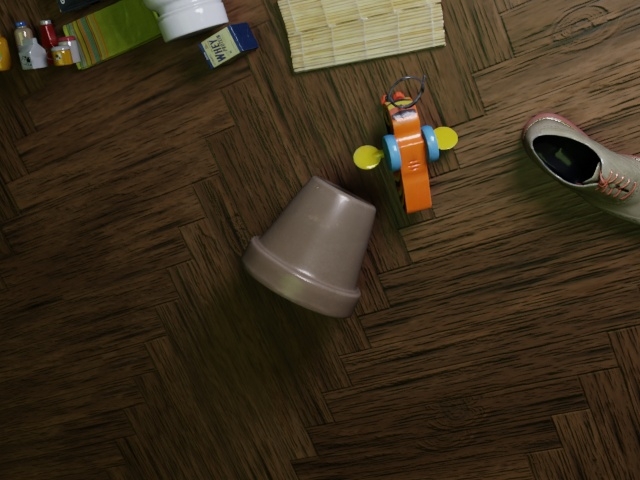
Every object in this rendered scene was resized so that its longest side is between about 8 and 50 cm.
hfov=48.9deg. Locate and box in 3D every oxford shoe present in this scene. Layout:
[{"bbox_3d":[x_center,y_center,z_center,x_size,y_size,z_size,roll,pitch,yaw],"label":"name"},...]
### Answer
[{"bbox_3d":[0.516,-0.103,1.270,0.348,0.130,0.123,28,116,7],"label":"oxford shoe"}]

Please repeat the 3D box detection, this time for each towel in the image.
[{"bbox_3d":[-0.450,-0.454,1.524,0.237,0.021,0.102,-15,106,23],"label":"towel"}]

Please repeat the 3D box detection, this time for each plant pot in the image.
[{"bbox_3d":[0.000,0.000,1.445,0.263,0.263,0.229,29,97,6],"label":"plant pot"}]

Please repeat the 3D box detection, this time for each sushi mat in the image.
[{"bbox_3d":[0.078,-0.424,1.358,0.316,0.019,0.151,-6,107,20],"label":"sushi mat"}]

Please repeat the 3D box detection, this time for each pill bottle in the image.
[{"bbox_3d":[-0.286,-0.540,1.356,0.160,0.160,0.283,-12,106,22],"label":"pill bottle"}]

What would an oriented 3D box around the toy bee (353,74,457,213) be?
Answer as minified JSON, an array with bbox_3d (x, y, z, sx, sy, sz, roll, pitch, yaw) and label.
[{"bbox_3d":[0.172,-0.209,1.357,0.195,0.162,0.298,3,129,-15],"label":"toy bee"}]

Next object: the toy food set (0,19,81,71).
[{"bbox_3d":[-0.617,-0.432,1.533,0.232,0.111,0.104,5,112,33],"label":"toy food set"}]

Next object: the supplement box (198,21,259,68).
[{"bbox_3d":[-0.185,-0.394,1.422,0.083,0.083,0.056,-23,100,26],"label":"supplement box"}]

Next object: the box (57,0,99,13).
[{"bbox_3d":[-0.499,-0.607,1.464,0.175,0.051,0.220,-9,107,22],"label":"box"}]
